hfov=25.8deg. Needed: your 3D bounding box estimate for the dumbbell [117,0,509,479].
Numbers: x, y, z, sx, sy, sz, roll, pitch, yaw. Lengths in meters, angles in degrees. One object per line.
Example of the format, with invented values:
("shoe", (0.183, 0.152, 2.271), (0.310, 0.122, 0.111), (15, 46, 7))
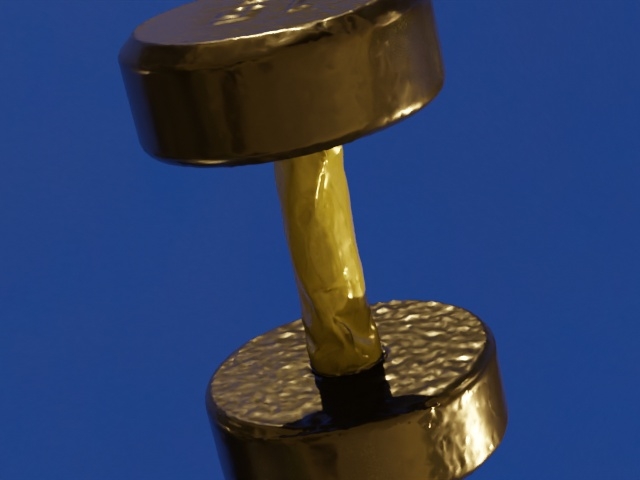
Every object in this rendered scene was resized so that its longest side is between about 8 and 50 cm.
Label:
("dumbbell", (0.000, 0.000, 0.916), (0.204, 0.203, 0.322), (-8, -70, 14))
